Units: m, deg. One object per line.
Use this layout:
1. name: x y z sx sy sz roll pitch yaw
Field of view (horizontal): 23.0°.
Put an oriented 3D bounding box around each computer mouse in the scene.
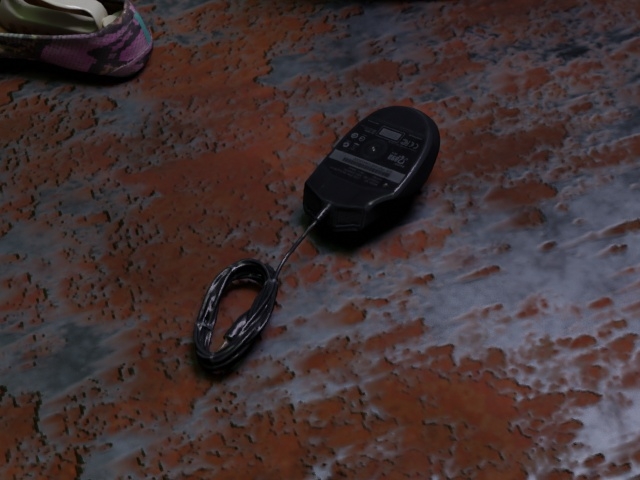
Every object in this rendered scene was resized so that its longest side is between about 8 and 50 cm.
1. computer mouse: 0.000 0.000 1.044 0.071 0.041 0.242 26 62 35

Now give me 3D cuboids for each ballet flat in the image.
1. ballet flat: -0.233 -0.172 1.178 0.221 0.079 0.077 8 51 12
